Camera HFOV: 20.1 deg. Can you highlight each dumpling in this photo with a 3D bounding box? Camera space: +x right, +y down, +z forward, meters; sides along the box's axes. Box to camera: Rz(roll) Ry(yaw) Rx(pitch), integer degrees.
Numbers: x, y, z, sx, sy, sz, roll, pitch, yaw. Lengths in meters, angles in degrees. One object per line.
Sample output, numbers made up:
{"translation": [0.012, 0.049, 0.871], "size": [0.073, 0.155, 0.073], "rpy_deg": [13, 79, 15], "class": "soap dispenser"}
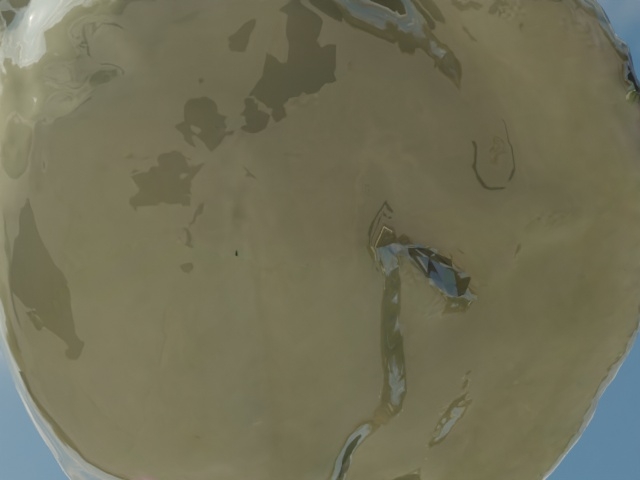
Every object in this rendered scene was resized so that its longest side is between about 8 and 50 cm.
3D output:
{"translation": [0.000, -0.004, 0.603], "size": [0.227, 0.175, 0.243], "rpy_deg": [-2, -43, 7], "class": "dumpling"}
